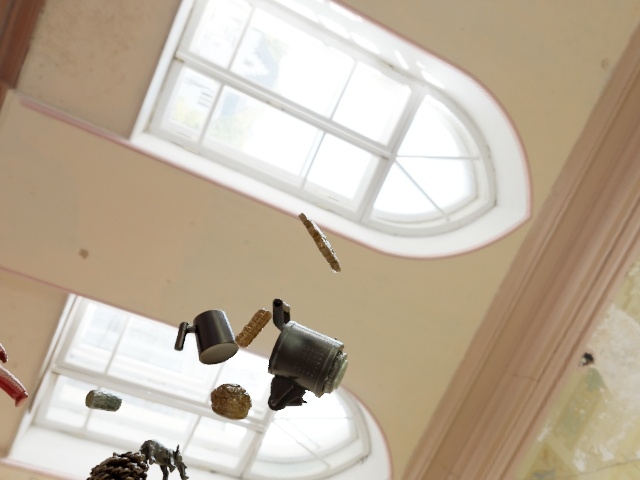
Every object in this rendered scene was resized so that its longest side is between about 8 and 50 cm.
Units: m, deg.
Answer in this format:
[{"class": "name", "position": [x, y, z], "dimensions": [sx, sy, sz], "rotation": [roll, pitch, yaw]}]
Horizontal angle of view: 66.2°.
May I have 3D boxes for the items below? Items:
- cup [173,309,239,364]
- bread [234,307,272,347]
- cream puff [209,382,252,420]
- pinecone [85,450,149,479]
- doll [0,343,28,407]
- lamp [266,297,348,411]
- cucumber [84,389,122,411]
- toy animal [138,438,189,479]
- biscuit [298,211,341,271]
[{"class": "cup", "position": [-0.465, 0.387, 2.010], "dimensions": [0.166, 0.239, 0.177], "rotation": [-44, -129, 23]}, {"class": "bread", "position": [-0.217, 0.283, 1.597], "dimensions": [0.157, 0.052, 0.044], "rotation": [-49, -171, -33]}, {"class": "cream puff", "position": [-0.292, 0.523, 1.614], "dimensions": [0.126, 0.144, 0.103], "rotation": [-108, -143, -88]}, {"class": "pinecone", "position": [-0.618, 0.744, 1.480], "dimensions": [0.185, 0.169, 0.212], "rotation": [-47, -164, 9]}, {"class": "doll", "position": [-0.918, 0.286, 1.258], "dimensions": [0.099, 0.384, 0.188], "rotation": [-44, 165, 19]}, {"class": "lamp", "position": [-0.039, 0.404, 1.702], "dimensions": [0.205, 0.272, 0.374], "rotation": [69, 25, -73]}, {"class": "cucumber", "position": [-0.707, 0.524, 1.606], "dimensions": [0.064, 0.112, 0.064], "rotation": [-19, -123, 31]}, {"class": "toy animal", "position": [-0.609, 0.864, 1.936], "dimensions": [0.114, 0.245, 0.146], "rotation": [-34, -152, -5]}, {"class": "biscuit", "position": [0.000, 0.000, 1.597], "dimensions": [0.041, 0.238, 0.212], "rotation": [-33, 161, 3]}]
